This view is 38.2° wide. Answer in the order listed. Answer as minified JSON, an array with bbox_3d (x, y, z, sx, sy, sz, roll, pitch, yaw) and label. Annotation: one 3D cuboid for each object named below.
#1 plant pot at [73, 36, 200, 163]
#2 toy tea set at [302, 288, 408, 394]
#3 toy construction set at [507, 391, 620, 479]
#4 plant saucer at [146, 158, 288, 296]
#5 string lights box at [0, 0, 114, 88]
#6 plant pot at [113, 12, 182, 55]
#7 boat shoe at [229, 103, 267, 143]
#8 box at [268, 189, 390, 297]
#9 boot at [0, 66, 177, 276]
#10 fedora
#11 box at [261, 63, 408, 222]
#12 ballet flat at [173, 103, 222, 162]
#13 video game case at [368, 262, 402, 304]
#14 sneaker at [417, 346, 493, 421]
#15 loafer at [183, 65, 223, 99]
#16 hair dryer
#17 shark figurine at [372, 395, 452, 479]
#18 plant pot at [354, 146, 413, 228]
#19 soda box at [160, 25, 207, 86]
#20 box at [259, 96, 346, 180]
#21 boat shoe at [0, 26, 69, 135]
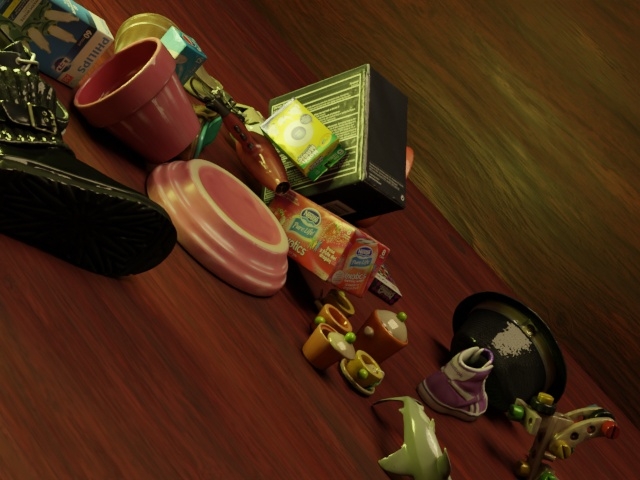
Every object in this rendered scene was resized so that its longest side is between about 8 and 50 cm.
[{"bbox_3d":[-0.329,-0.252,1.742,0.180,0.201,0.201,52,10,-32],"label":"plant pot"},{"bbox_3d":[0.078,0.176,1.779,0.200,0.124,0.336,44,15,-4],"label":"toy tea set"},{"bbox_3d":[0.501,0.478,2.004,0.237,0.257,0.309,22,32,-15],"label":"toy construction set"},{"bbox_3d":[-0.178,-0.040,1.761,0.332,0.084,0.332,40,16,-14],"label":"plant saucer"},{"bbox_3d":[-0.527,-0.401,1.698,0.259,0.133,0.077,27,23,-47],"label":"string lights box"},{"bbox_3d":[-0.383,-0.390,2.020,0.167,0.167,0.165,39,25,-21],"label":"plant pot"},{"bbox_3d":[-0.176,-0.266,2.316,0.103,0.113,0.302,37,7,-22],"label":"boat shoe"},{"bbox_3d":[0.000,0.000,1.908,0.257,0.123,0.128,33,3,44],"label":"box"},{"bbox_3d":[-0.376,-0.107,1.335,0.348,0.131,0.260,29,22,-44],"label":"boot"},{"bbox_3d":[0.424,0.295,2.239,0.152,0.334,0.334,-30,72,-39],"label":"fedora"},{"bbox_3d":[0.035,-0.201,2.115,0.182,0.296,0.294,28,58,-46],"label":"box"},{"bbox_3d":[-0.291,-0.239,1.966,0.124,0.116,0.342,22,18,-5],"label":"ballet flat"},{"bbox_3d":[0.093,0.038,2.329,0.210,0.042,0.232,36,17,-33],"label":"video game case"},{"bbox_3d":[0.341,0.313,2.042,0.102,0.161,0.282,51,15,27],"label":"sneaker"},{"bbox_3d":[-0.343,-0.452,2.376,0.268,0.092,0.102,32,20,-40],"label":"loafer"},{"bbox_3d":[-0.168,-0.207,1.927,0.293,0.080,0.223,48,9,1],"label":"hair dryer"},{"bbox_3d":[0.150,0.351,1.583,0.166,0.116,0.278,78,-5,-47],"label":"shark figurine"},{"bbox_3d":[0.086,-0.205,2.586,0.243,0.275,0.275,30,19,-13],"label":"plant pot"},{"bbox_3d":[-0.328,-0.322,1.857,0.067,0.210,0.071,22,26,-53],"label":"soda box"},{"bbox_3d":[-0.037,-0.216,1.986,0.179,0.105,0.043,45,-7,24],"label":"box"},{"bbox_3d":[-0.523,-0.295,1.514,0.302,0.091,0.114,41,16,-12],"label":"boat shoe"}]
